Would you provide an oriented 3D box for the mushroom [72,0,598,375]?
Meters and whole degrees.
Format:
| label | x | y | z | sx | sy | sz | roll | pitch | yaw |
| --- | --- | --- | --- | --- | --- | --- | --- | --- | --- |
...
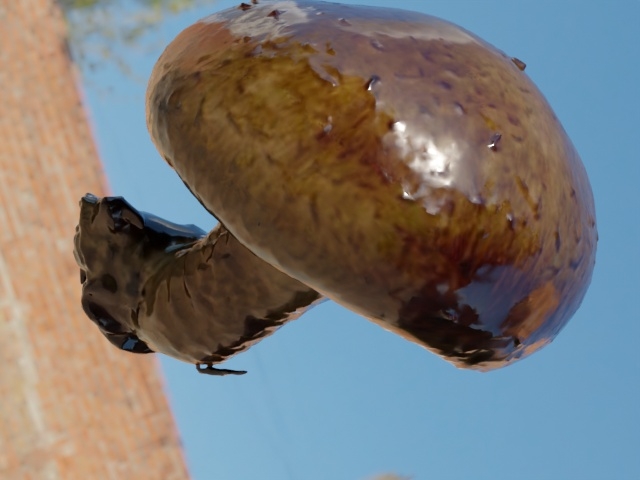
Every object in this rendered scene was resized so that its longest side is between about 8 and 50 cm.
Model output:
| label | x | y | z | sx | sy | sz | roll | pitch | yaw |
| --- | --- | --- | --- | --- | --- | --- | --- | --- | --- |
| mushroom | -0.005 | -0.014 | 1.271 | 0.334 | 0.356 | 0.331 | 51 | -1 | 41 |
